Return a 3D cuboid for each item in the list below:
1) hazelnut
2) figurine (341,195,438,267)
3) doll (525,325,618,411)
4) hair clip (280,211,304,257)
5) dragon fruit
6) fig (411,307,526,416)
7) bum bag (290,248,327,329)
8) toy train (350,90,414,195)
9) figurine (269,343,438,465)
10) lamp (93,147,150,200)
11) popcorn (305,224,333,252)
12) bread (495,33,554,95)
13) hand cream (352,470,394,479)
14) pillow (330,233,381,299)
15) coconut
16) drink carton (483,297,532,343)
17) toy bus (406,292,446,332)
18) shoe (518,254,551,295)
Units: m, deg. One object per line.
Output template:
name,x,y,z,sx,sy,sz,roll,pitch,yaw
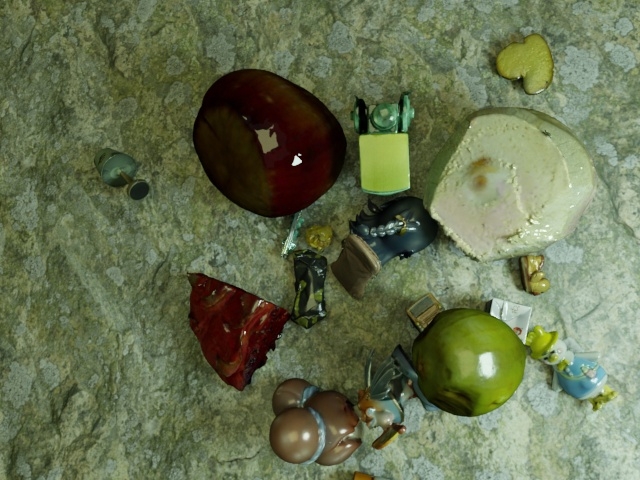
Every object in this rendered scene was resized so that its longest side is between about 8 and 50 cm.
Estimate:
hazelnut,-0.147,-0.260,1.355,0.429,0.402,0.402,35,86,18
figurine,0.193,-0.022,1.338,0.265,0.197,0.175,-33,110,-1
doll,0.623,0.315,1.219,0.241,0.135,0.099,42,59,14
hair clip,-0.080,-0.029,1.446,0.049,0.049,0.172,18,86,13
dragon fruit,-0.293,0.231,1.330,0.329,0.228,0.286,31,86,13
fig,0.343,0.263,1.073,0.271,0.239,0.239,-9,75,-17
bum bag,-0.033,0.138,1.389,0.107,0.060,0.232,-1,77,4
toy train,0.169,-0.252,1.295,0.160,0.397,0.253,-2,98,8
figurine,0.078,0.423,1.220,0.388,0.276,0.248,-34,98,4
lamp,-0.634,-0.214,1.539,0.215,0.121,0.121,39,86,29
popcorn,0.000,0.000,1.421,0.084,0.084,0.084,-2,77,9
bread,0.604,-0.505,1.426,0.150,0.065,0.187,-13,78,18
hand cream,0.226,0.679,1.218,0.314,0.089,0.139,12,82,5
pillow,0.094,0.075,1.321,0.034,0.211,0.135,-27,70,-31
coconut,0.480,-0.145,1.228,0.405,0.404,0.404,-2,77,9
drink carton,0.459,0.267,1.237,0.102,0.134,0.222,14,80,15
toy bus,0.284,0.207,1.261,0.091,0.182,0.103,-38,66,0
shoe,0.573,0.091,1.288,0.069,0.072,0.109,-16,75,11
